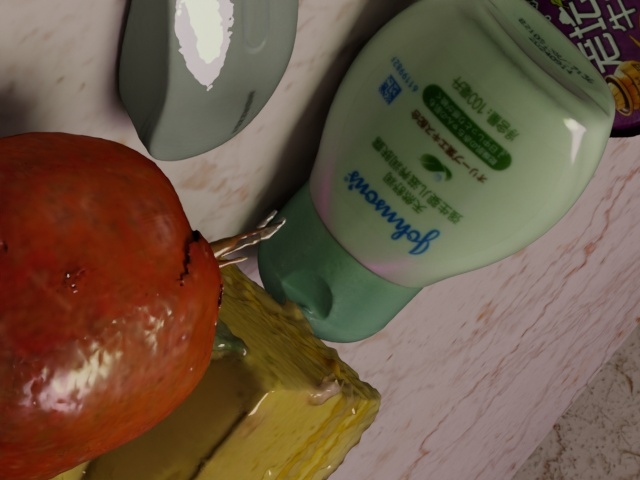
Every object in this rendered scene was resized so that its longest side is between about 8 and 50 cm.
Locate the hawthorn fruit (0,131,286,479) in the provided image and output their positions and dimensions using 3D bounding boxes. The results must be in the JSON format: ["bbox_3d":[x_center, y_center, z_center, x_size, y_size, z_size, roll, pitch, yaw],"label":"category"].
[{"bbox_3d":[-0.151,0.032,0.826,0.299,0.211,0.211,-16,144,-29],"label":"hawthorn fruit"}]

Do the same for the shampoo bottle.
[{"bbox_3d":[0.079,-0.048,1.183,0.349,0.222,0.151,-47,-179,31],"label":"shampoo bottle"}]

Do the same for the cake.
[{"bbox_3d":[-0.130,0.129,1.042,0.227,0.222,0.286,-53,157,7],"label":"cake"}]

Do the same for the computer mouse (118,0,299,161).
[{"bbox_3d":[-0.066,-0.149,0.910,0.128,0.079,0.231,-32,150,-41],"label":"computer mouse"}]

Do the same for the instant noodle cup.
[{"bbox_3d":[0.276,-0.240,1.205,0.190,0.251,0.251,-39,158,-47],"label":"instant noodle cup"}]
